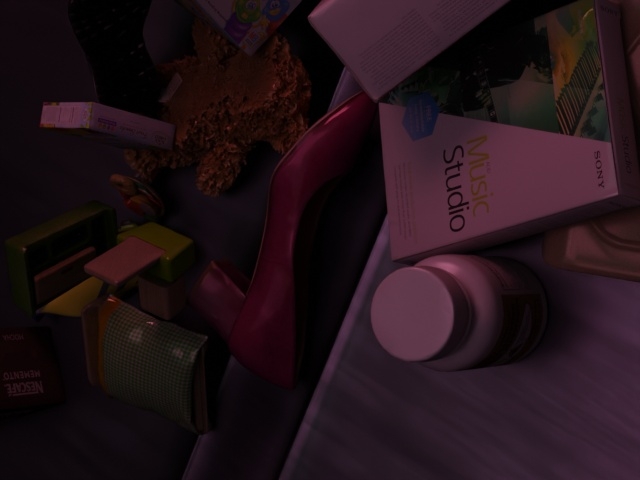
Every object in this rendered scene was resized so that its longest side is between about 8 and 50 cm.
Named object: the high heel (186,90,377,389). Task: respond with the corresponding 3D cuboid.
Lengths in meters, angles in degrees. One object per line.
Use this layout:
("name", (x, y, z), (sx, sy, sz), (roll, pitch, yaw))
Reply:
("high heel", (0.000, 0.000, 1.845), (0.181, 0.127, 0.377), (40, 112, 12))

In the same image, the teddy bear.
("teddy bear", (-0.140, -0.179, 1.939), (0.338, 0.113, 0.245), (-29, 66, 34))

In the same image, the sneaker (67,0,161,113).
("sneaker", (-0.272, -0.293, 1.855), (0.283, 0.107, 0.124), (93, 158, -51))

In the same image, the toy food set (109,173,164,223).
("toy food set", (-0.245, -0.058, 2.003), (0.082, 0.083, 0.020), (26, 62, 17))

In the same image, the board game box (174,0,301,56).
("board game box", (-0.147, -0.368, 1.848), (0.142, 0.144, 0.275), (-48, 44, -2))

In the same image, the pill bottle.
("pill bottle", (0.155, 0.081, 1.666), (0.131, 0.229, 0.131), (-1, 88, 31))

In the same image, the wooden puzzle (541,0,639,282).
("wooden puzzle", (0.422, -0.106, 1.609), (0.347, 0.080, 0.322), (10, 93, 35))

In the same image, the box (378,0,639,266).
("box", (0.206, -0.117, 1.685), (0.322, 0.058, 0.232), (-18, 70, 40))

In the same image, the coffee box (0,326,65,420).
("coffee box", (-0.535, 0.218, 2.110), (0.297, 0.168, 0.119), (-20, 78, 29))

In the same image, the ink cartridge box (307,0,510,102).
("ink cartridge box", (0.165, -0.333, 1.709), (0.309, 0.272, 0.130), (-35, 102, 25))

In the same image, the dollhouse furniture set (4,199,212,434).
("dollhouse furniture set", (-0.265, 0.129, 1.889), (0.197, 0.151, 0.302), (22, 128, 33))

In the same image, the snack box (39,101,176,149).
("snack box", (-0.269, -0.145, 1.879), (0.100, 0.141, 0.037), (6, 86, 42))

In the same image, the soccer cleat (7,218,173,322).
("soccer cleat", (-0.298, 0.049, 2.038), (0.289, 0.093, 0.121), (-10, 113, 26))
